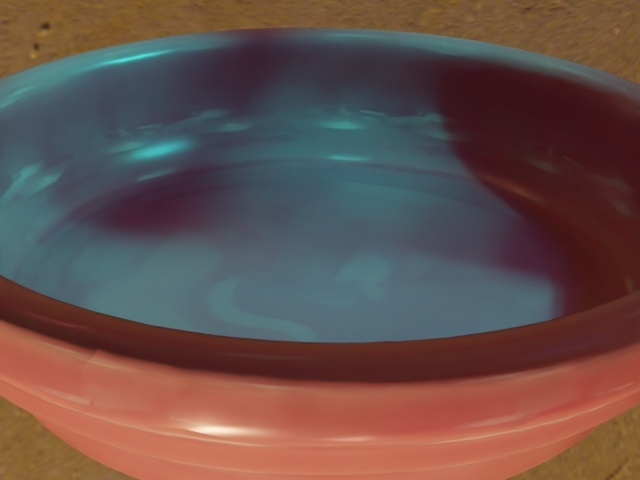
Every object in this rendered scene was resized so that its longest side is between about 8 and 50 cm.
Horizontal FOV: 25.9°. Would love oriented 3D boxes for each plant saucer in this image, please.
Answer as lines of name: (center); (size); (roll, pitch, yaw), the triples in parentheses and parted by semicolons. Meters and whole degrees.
plant saucer: (0.000, 0.000, 0.552); (0.332, 0.332, 0.084); (7, 117, 12)
